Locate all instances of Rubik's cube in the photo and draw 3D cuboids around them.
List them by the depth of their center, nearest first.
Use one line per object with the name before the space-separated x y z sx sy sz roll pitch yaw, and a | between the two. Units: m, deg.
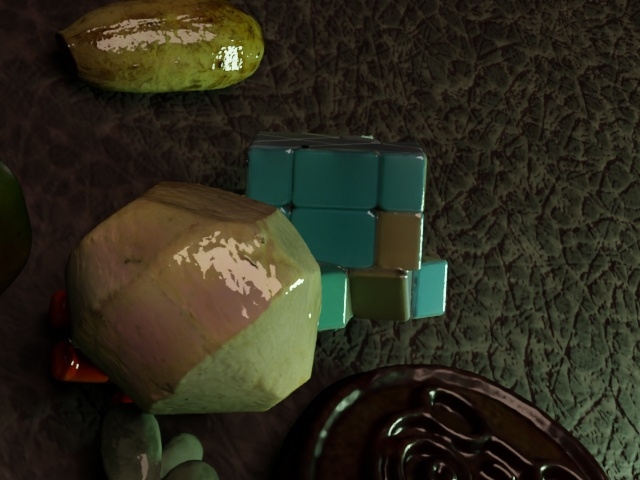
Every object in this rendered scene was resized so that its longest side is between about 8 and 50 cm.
Rubik's cube | 0.000 0.000 1.373 0.265 0.224 0.213 3 100 1

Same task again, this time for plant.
plant | -0.159 0.276 1.159 0.274 0.149 0.146 -84 162 -52

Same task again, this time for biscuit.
biscuit | 0.144 0.291 1.330 0.407 0.091 0.407 17 45 -17

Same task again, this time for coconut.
coconut | -0.107 0.059 1.179 0.197 0.237 0.237 -41 90 -29

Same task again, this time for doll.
doll | -0.147 0.105 1.311 0.245 0.076 0.142 8 61 -26

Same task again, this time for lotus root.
lotus root | -0.166 -0.217 1.477 0.258 0.097 0.110 -12 74 -34

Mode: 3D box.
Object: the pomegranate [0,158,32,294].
pomegranate | -0.351 -0.024 1.200 0.180 0.180 0.209 22 25 -23
